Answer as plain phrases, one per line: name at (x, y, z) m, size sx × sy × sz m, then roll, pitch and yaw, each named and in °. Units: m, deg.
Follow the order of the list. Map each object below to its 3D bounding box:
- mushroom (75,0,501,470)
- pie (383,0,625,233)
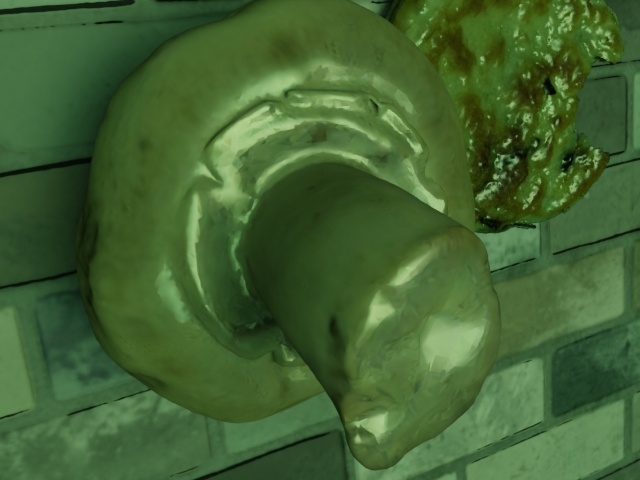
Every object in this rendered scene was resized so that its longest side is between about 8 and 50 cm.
mushroom at (0.000, 0.000, 0.476) m, size 0.315 × 0.336 × 0.314 m, roll -9°, pitch 112°, yaw -22°
pie at (0.171, -0.143, 0.688) m, size 0.303 × 0.067 × 0.302 m, roll -7°, pitch 106°, yaw -27°
